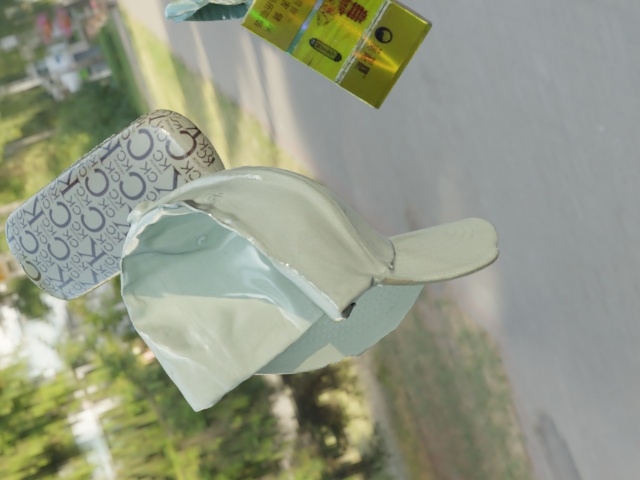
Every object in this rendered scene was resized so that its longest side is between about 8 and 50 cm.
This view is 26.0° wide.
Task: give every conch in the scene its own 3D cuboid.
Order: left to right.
[{"bbox_3d":[-0.134,-0.378,1.903,0.172,0.200,0.131,-5,-92,-52],"label":"conch"}]

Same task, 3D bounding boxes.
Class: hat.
[{"bbox_3d":[-0.001,0.007,1.140,0.258,0.301,0.168,-35,73,53],"label":"hat"}]

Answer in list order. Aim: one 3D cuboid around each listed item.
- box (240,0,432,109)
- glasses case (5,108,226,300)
[{"bbox_3d":[0.019,-0.254,1.628,0.193,0.121,0.030,32,-161,-4],"label":"box"},{"bbox_3d":[-0.242,-0.035,1.597,0.354,0.085,0.137,-28,100,41],"label":"glasses case"}]
